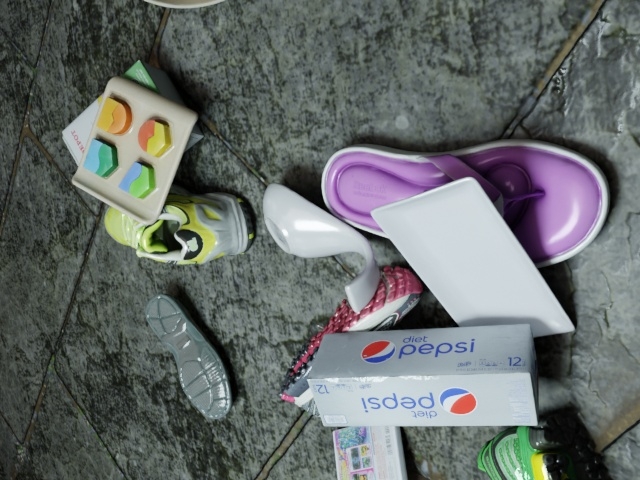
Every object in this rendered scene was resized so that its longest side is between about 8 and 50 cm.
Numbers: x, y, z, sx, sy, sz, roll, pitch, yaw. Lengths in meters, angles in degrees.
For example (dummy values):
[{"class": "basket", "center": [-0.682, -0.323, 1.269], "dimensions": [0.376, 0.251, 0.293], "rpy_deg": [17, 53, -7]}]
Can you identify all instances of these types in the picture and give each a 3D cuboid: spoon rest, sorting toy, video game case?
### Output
[{"class": "spoon rest", "center": [0.000, 0.000, 1.052], "dimensions": [0.276, 0.084, 0.137], "rpy_deg": [41, 159, 44]}, {"class": "sorting toy", "center": [-0.324, -0.157, 1.189], "dimensions": [0.193, 0.038, 0.208], "rpy_deg": [28, 98, 20]}, {"class": "video game case", "center": [0.080, 0.370, 1.111], "dimensions": [0.143, 0.019, 0.157], "rpy_deg": [-29, 59, 42]}]

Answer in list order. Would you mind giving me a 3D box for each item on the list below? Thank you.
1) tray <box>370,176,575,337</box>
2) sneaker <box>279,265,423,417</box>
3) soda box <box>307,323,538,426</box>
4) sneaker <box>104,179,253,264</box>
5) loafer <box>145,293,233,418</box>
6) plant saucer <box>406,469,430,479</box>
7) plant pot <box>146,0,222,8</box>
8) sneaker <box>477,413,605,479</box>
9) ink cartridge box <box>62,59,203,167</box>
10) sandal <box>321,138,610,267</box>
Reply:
[{"class": "tray", "center": [0.193, 0.030, 0.863], "dimensions": [0.145, 0.030, 0.270], "rpy_deg": [-18, 124, 37]}, {"class": "sneaker", "center": [0.059, 0.157, 1.060], "dimensions": [0.112, 0.121, 0.299], "rpy_deg": [33, 122, -9]}, {"class": "soda box", "center": [0.135, 0.179, 0.917], "dimensions": [0.286, 0.098, 0.091], "rpy_deg": [-6, 120, 20]}, {"class": "sneaker", "center": [-0.299, -0.034, 1.285], "dimensions": [0.384, 0.147, 0.145], "rpy_deg": [2, 105, 42]}, {"class": "loafer", "center": [-0.242, 0.218, 1.366], "dimensions": [0.096, 0.084, 0.267], "rpy_deg": [-33, 82, 10]}, {"class": "plant saucer", "center": [0.140, 0.520, 1.120], "dimensions": [0.310, 0.050, 0.311], "rpy_deg": [12, 109, 39]}, {"class": "plant pot", "center": [-0.213, -0.539, 1.028], "dimensions": [0.256, 0.256, 0.274], "rpy_deg": [-37, 61, 41]}, {"class": "sneaker", "center": [0.315, 0.400, 0.894], "dimensions": [0.146, 0.134, 0.344], "rpy_deg": [-32, 71, 49]}, {"class": "ink cartridge box", "center": [-0.344, -0.194, 1.270], "dimensions": [0.212, 0.093, 0.154], "rpy_deg": [-36, 77, 16]}, {"class": "sandal", "center": [0.155, -0.043, 0.911], "dimensions": [0.416, 0.102, 0.169], "rpy_deg": [6, 106, 40]}]
